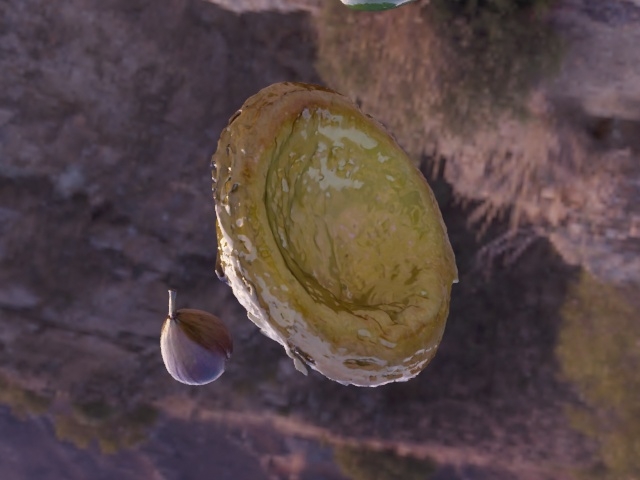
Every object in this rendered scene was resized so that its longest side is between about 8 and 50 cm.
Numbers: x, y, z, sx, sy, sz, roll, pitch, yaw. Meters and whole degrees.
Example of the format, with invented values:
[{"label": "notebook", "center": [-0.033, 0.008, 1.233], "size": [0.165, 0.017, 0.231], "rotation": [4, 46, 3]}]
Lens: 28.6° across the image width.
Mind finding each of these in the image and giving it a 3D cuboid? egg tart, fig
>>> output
[{"label": "egg tart", "center": [0.000, 0.000, 1.198], "size": [0.315, 0.315, 0.120], "rotation": [20, 147, -40]}, {"label": "fig", "center": [-0.159, 0.111, 1.478], "size": [0.089, 0.089, 0.125], "rotation": [2, 141, 37]}]

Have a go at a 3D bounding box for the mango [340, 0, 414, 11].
[{"label": "mango", "center": [0.073, -0.286, 0.899], "size": [0.156, 0.251, 0.114], "rotation": [11, 169, 33]}]
